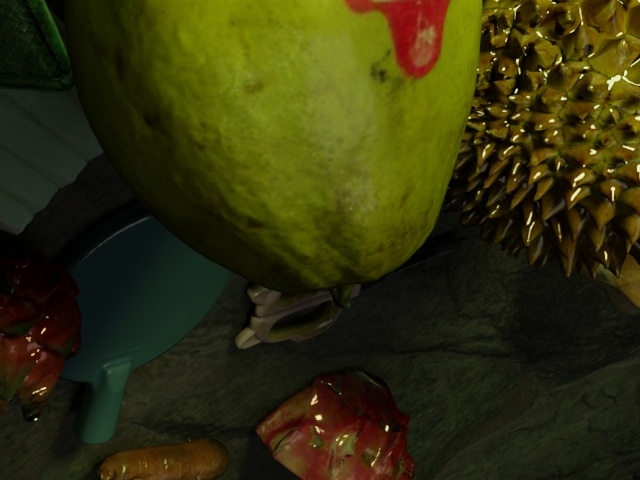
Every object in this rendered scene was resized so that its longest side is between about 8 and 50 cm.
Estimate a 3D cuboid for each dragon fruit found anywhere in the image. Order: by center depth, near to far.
[{"bbox_3d":[-0.265,0.076,1.094,0.121,0.130,0.142,30,106,-17],"label":"dragon fruit"},{"bbox_3d":[0.065,0.266,1.685,0.126,0.161,0.274,-47,147,21],"label":"dragon fruit"}]

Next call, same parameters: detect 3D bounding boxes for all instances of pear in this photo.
[{"bbox_3d":[-0.024,-0.117,0.893,0.287,0.287,0.375,-24,113,-23],"label":"pear"}]

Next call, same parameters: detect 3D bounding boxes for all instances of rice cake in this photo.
[{"bbox_3d":[-0.239,-0.097,0.968,0.189,0.037,0.198,-44,150,11],"label":"rice cake"}]

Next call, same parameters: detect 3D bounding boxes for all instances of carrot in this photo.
[{"bbox_3d":[-0.186,0.269,1.526,0.186,0.060,0.060,0,134,-45],"label":"carrot"}]

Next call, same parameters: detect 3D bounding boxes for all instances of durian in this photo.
[{"bbox_3d":[0.231,-0.142,1.098,0.384,0.347,0.347,-20,146,-21],"label":"durian"}]

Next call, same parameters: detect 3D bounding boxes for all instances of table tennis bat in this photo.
[{"bbox_3d":[-0.191,0.082,1.273,0.215,0.044,0.329,-14,141,-38],"label":"table tennis bat"}]

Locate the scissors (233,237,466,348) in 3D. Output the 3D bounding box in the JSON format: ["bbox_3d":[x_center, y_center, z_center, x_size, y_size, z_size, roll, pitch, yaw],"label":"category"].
[{"bbox_3d":[0.044,0.044,1.489,0.318,0.024,0.160,-18,143,-30],"label":"scissors"}]

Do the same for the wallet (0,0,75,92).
[{"bbox_3d":[-0.244,-0.175,0.754,0.236,0.160,0.055,76,29,-59],"label":"wallet"}]

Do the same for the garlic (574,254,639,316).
[{"bbox_3d":[0.403,-0.035,1.629,0.203,0.185,0.281,-51,137,-29],"label":"garlic"}]
